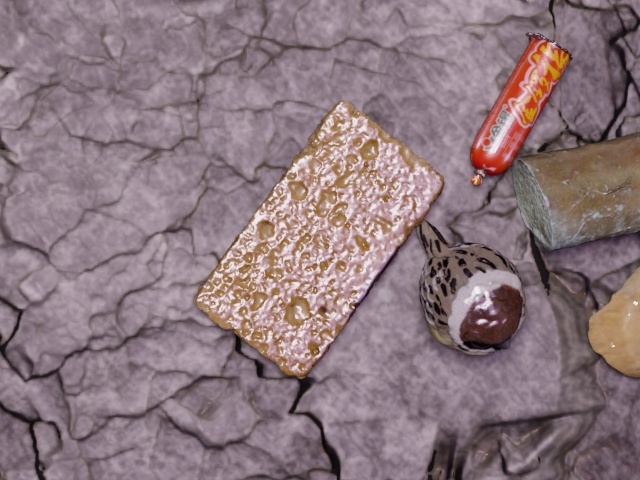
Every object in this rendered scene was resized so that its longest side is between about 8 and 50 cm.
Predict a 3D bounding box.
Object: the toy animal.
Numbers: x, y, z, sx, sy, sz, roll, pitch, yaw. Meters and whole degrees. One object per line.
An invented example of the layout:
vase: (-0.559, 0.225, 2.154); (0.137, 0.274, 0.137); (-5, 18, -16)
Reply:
toy animal: (0.128, 0.038, 1.141); (0.098, 0.098, 0.137); (-30, 89, -6)

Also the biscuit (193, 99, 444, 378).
biscuit: (0.000, 0.000, 1.157); (0.131, 0.025, 0.231); (38, 86, -6)

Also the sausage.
sausage: (0.173, -0.115, 1.170); (0.050, 0.048, 0.145); (32, 87, -45)

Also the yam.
yam: (0.306, -0.058, 1.166); (0.259, 0.093, 0.093); (-13, 93, -8)

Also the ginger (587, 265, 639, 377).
ginger: (0.347, 0.080, 1.166); (0.193, 0.122, 0.115); (-24, 114, -1)
